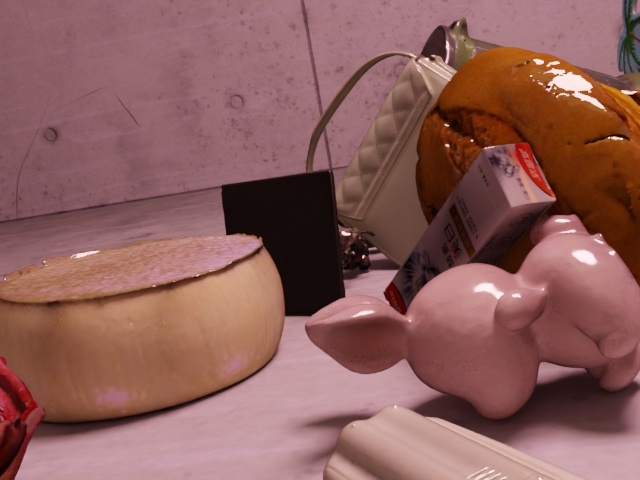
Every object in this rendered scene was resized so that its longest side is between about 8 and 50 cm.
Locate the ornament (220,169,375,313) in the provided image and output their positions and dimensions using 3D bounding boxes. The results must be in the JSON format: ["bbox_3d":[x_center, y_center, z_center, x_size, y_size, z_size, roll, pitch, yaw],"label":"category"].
[{"bbox_3d":[0.000,0.000,0.921,0.166,0.153,0.196,-3,2,33],"label":"ornament"}]

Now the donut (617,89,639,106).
[{"bbox_3d":[0.332,-0.069,0.815,0.303,0.110,0.303,8,-6,1],"label":"donut"}]

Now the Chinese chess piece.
[{"bbox_3d":[-0.168,0.069,0.721,0.270,0.112,0.270,-9,10,2],"label":"Chinese chess piece"}]

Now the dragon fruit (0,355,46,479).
[{"bbox_3d":[-0.215,0.140,0.362,0.161,0.126,0.274,-2,17,-12],"label":"dragon fruit"}]

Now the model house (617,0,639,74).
[{"bbox_3d":[0.655,-0.278,1.264,0.301,0.340,0.323,-9,5,-3],"label":"model house"}]

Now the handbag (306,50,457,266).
[{"bbox_3d":[0.097,-0.112,0.974,0.219,0.256,0.079,37,26,15],"label":"handbag"}]

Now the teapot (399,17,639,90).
[{"bbox_3d":[0.264,-0.148,1.082,0.337,0.270,0.200,13,16,-8],"label":"teapot"}]

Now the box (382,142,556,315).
[{"bbox_3d":[0.109,0.009,0.611,0.040,0.055,0.218,-9,-29,-22],"label":"box"}]

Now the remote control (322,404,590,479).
[{"bbox_3d":[0.082,0.124,0.322,0.090,0.049,0.230,-17,13,-26],"label":"remote control"}]

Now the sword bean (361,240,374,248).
[{"bbox_3d":[0.124,-0.009,1.093,0.269,0.043,0.038,-7,-3,13],"label":"sword bean"}]

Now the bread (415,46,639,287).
[{"bbox_3d":[0.190,-0.046,0.651,0.143,0.195,0.269,3,39,-40],"label":"bread"}]

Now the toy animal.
[{"bbox_3d":[0.100,0.067,0.513,0.213,0.124,0.124,-18,8,8],"label":"toy animal"}]
